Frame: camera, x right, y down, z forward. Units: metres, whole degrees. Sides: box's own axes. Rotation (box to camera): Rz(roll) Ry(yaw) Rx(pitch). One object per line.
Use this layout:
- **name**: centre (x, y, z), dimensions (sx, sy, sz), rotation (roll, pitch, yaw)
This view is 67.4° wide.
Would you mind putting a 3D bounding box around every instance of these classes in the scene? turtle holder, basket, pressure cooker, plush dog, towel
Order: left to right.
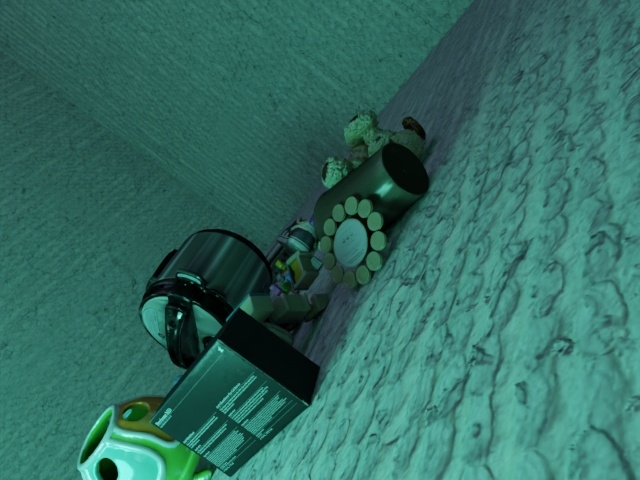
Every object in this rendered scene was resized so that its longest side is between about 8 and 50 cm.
- **turtle holder**: centre (-0.406, 0.480, 1.058), dimensions (0.320, 0.227, 0.243), rotation (-37, 32, 31)
- **pressure cooker**: centre (-0.388, 0.208, 1.607), dimensions (0.375, 0.370, 0.420), rotation (-22, 29, 35)
- **towel**: centre (-0.238, 0.073, 2.291), dimensions (0.324, 0.056, 0.312), rotation (-54, 9, 0)
- **basket**: centre (0.110, -0.092, 1.037), dimensions (0.227, 0.154, 0.204), rotation (-40, 21, 46)
- **plush dog**: centre (0.161, -0.204, 1.222), dimensions (0.225, 0.210, 0.263), rotation (-9, 44, 51)

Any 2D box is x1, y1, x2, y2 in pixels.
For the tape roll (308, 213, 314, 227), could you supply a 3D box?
- **tape roll**: centre (0.075, -0.142, 1.656), dimensions (0.275, 0.090, 0.275), rotation (-52, 9, 11)

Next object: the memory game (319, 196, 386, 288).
- **memory game**: centre (0.063, 0.004, 0.957), dimensions (0.186, 0.012, 0.186), rotation (-9, 78, 49)

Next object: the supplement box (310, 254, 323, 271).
- **supplement box**: centre (-0.035, 0.091, 1.454), dimensions (0.083, 0.043, 0.055), rotation (-55, 6, -12)

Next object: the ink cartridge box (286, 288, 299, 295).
- **ink cartridge box**: centre (-0.099, 0.186, 1.470), dimensions (0.063, 0.029, 0.115), rotation (-50, 9, 24)

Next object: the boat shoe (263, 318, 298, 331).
- **boat shoe**: centre (-0.134, 0.215, 1.156), dimensions (0.207, 0.073, 0.073), rotation (-27, -16, -38)

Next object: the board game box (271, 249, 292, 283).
- **board game box**: centre (-0.241, 0.146, 2.391), dimensions (0.193, 0.053, 0.305), rotation (-58, 9, -22)

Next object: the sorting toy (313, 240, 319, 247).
- **sorting toy**: centre (0.000, 0.000, 1.755), dimensions (0.083, 0.012, 0.062), rotation (-51, 9, 17)

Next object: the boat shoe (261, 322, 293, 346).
- **boat shoe**: centre (-0.171, 0.308, 1.055), dimensions (0.324, 0.123, 0.116), rotation (-54, 21, 37)

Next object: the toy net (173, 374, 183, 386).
- **toy net**: centre (-0.494, 0.547, 1.903), dimensions (0.232, 0.045, 0.122), rotation (-2, 49, 37)

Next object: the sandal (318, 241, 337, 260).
- **sandal**: centre (0.030, -0.002, 1.353), dimensions (0.102, 0.076, 0.265), rotation (-55, 8, -11)

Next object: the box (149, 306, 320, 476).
- **box**: centre (-0.154, 0.274, 0.850), dimensions (0.261, 0.184, 0.103), rotation (-49, 10, 28)

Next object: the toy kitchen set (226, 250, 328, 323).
- **toy kitchen set**: centre (-0.109, 0.115, 1.095), dimensions (0.122, 0.207, 0.166), rotation (-47, 51, 39)

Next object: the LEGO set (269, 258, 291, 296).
- **LEGO set**: centre (-0.133, 0.125, 1.700), dimensions (0.087, 0.093, 0.227), rotation (-52, 8, 6)

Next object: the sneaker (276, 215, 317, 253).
- **sneaker**: centre (-0.079, -0.014, 1.887), dimensions (0.128, 0.126, 0.321), rotation (-56, 14, -10)
